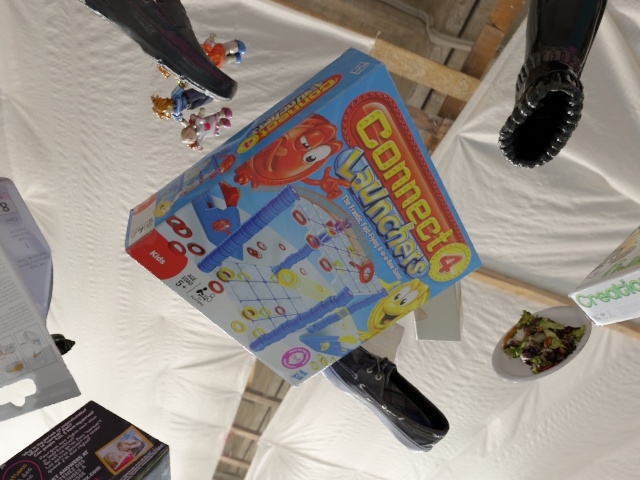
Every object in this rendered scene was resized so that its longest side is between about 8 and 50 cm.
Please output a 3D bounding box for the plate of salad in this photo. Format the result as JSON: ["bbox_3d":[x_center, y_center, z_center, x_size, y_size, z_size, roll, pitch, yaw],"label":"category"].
[{"bbox_3d":[0.404,0.185,0.798,0.200,0.200,0.048,-37,-84,32],"label":"plate of salad"}]

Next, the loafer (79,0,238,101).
[{"bbox_3d":[-0.178,-0.242,0.460,0.223,0.076,0.078,37,-86,-20],"label":"loafer"}]

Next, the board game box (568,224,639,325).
[{"bbox_3d":[0.397,-0.023,0.381,0.053,0.193,0.305,51,-20,12],"label":"board game box"}]

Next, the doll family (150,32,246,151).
[{"bbox_3d":[-0.269,-0.316,0.876,0.118,0.163,0.262,37,-44,13],"label":"doll family"}]

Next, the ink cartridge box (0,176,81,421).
[{"bbox_3d":[-0.358,0.074,0.461,0.189,0.066,0.232,-22,-79,21],"label":"ink cartridge box"}]

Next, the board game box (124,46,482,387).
[{"bbox_3d":[0.000,0.000,0.508,0.302,0.086,0.308,-35,-55,6],"label":"board game box"}]

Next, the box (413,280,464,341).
[{"bbox_3d":[0.318,0.109,1.168,0.121,0.148,0.310,-4,-74,23],"label":"box"}]

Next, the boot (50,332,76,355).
[{"bbox_3d":[-0.560,0.222,0.890,0.099,0.121,0.045,-11,-91,18],"label":"boot"}]

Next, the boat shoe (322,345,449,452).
[{"bbox_3d":[0.088,0.207,0.614,0.228,0.080,0.076,45,-50,12],"label":"boat shoe"}]

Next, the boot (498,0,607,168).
[{"bbox_3d":[0.421,-0.330,0.764,0.131,0.260,0.347,12,-49,30],"label":"boot"}]

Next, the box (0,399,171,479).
[{"bbox_3d":[-0.285,0.354,0.501,0.142,0.163,0.247,16,-65,22],"label":"box"}]

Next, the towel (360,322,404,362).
[{"bbox_3d":[0.227,0.384,1.673,0.282,0.187,0.049,34,-18,-36],"label":"towel"}]
